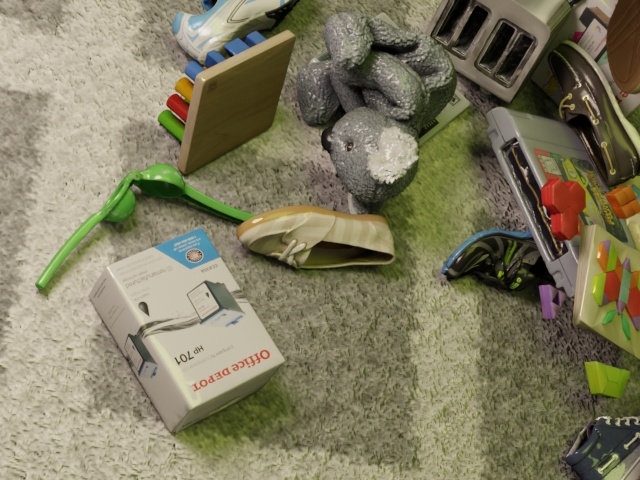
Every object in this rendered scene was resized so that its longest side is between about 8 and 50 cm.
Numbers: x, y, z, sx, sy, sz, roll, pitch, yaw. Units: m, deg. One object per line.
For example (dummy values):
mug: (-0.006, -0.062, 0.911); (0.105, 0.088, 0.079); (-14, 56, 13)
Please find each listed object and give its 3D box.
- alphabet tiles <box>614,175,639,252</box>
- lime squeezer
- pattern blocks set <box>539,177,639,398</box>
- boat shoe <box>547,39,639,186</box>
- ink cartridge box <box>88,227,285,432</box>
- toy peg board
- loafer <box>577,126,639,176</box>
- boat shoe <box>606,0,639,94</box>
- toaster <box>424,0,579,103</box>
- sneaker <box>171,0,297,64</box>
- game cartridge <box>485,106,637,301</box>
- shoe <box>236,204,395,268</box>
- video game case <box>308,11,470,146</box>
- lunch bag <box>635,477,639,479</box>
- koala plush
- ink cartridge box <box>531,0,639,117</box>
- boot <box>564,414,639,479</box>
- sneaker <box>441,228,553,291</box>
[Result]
alphabet tiles: (0.565, -0.021, 1.869); (0.277, 0.021, 0.284); (-4, 77, -27)
lime squeezer: (-0.217, -0.031, 1.509); (0.310, 0.058, 0.110); (-17, 101, -35)
pattern blocks set: (0.390, 0.065, 1.657); (0.324, 0.026, 0.286); (10, 80, -46)
boat shoe: (0.387, -0.184, 1.810); (0.068, 0.081, 0.228); (-27, 76, -12)
ink cartridge box: (-0.152, 0.101, 1.435); (0.139, 0.082, 0.191); (-25, 74, -35)
toy peg board: (-0.128, -0.191, 1.581); (0.079, 0.161, 0.161); (40, 50, 20)
loafer: (0.457, -0.123, 1.890); (0.170, 0.061, 0.062); (17, 56, -17)
boat shoe: (0.476, -0.332, 1.733); (0.110, 0.122, 0.341); (22, 58, -12)
toaster: (0.255, -0.310, 1.806); (0.168, 0.186, 0.110); (33, 41, 5)
sneaker: (-0.102, -0.318, 1.706); (0.086, 0.085, 0.237); (51, 51, 2)
game cartridge: (0.349, -0.050, 1.762); (0.196, 0.060, 0.294); (8, 54, -51)
shoe: (0.000, 0.000, 1.575); (0.219, 0.076, 0.058); (1, 57, -29)
video game case: (0.100, -0.221, 1.793); (0.190, 0.022, 0.173); (48, 52, 4)
lunch bag: (0.520, 0.322, 1.560); (0.235, 0.169, 0.287); (26, 86, -30)
koala plush: (0.078, -0.146, 1.623); (0.203, 0.196, 0.221); (10, 65, -13)
ink cartridge box: (0.399, -0.315, 1.886); (0.278, 0.201, 0.117); (45, 53, 2)
boot: (0.394, 0.250, 1.630); (0.086, 0.069, 0.190); (48, 53, -2)
sneaker: (0.248, 0.030, 1.689); (0.188, 0.067, 0.078); (-3, 57, -32)
